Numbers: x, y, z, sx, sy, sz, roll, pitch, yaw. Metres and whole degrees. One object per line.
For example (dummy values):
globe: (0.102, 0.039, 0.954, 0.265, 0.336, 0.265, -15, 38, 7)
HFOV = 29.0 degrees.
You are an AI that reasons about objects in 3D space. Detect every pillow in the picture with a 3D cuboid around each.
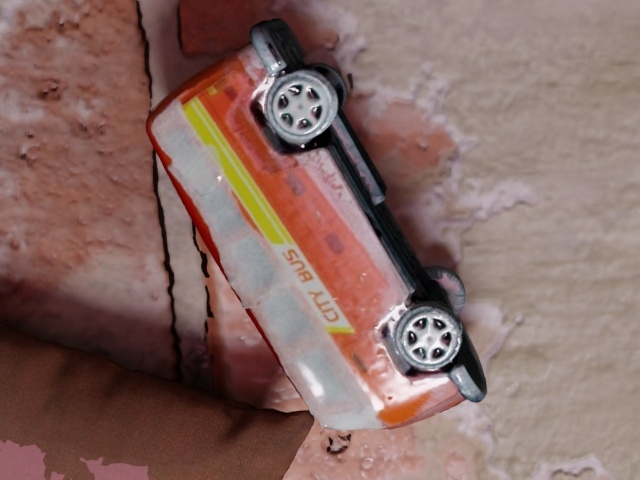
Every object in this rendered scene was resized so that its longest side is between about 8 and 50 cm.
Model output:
pillow: (-0.195, 0.202, 0.785, 0.305, 0.108, 0.308, 20, 94, 0)

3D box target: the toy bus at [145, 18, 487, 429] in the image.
toy bus: (0.000, 0.000, 0.768, 0.120, 0.121, 0.265, -29, 98, 10)
